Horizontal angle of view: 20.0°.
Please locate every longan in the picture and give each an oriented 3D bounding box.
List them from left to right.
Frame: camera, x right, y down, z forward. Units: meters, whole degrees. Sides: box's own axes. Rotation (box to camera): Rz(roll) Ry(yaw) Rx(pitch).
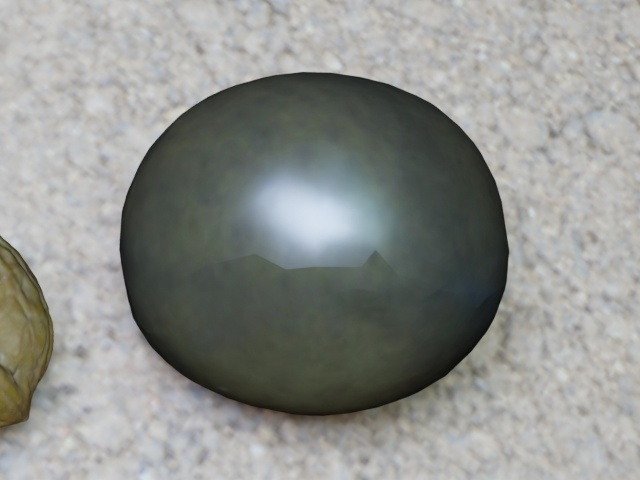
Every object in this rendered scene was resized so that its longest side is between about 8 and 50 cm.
[{"bbox_3d":[0.000,0.000,0.865,0.189,0.189,0.189,8,65,-18],"label":"longan"}]

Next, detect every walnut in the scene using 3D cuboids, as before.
[{"bbox_3d":[-0.175,0.037,0.811,0.124,0.105,0.105,51,58,-12],"label":"walnut"}]
